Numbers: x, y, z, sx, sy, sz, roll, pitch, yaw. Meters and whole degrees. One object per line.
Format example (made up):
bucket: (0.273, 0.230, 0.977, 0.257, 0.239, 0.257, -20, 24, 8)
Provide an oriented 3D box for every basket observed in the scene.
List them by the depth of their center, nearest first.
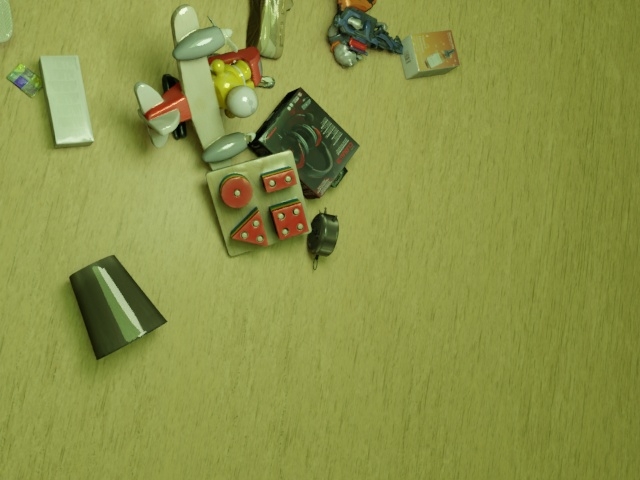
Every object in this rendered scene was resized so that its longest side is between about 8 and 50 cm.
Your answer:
basket: (-0.547, 0.165, 1.662, 0.204, 0.154, 0.226, -28, 92, -24)

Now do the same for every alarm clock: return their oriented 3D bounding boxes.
alarm clock: (0.000, 0.000, 1.921, 0.064, 0.129, 0.192, 8, 103, -21)

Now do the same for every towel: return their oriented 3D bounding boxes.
towel: (-0.788, -0.429, 1.690, 0.083, 0.009, 0.060, 41, 72, -14)

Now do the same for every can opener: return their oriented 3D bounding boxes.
can opener: (-0.422, -0.384, 1.817, 0.073, 0.059, 0.186, -18, 103, -50)

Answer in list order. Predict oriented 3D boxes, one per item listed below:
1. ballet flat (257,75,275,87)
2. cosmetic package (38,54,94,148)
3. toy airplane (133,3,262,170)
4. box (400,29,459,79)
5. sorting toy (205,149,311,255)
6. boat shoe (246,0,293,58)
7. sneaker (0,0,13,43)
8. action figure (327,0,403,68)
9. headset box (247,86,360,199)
ballet flat: (-0.191, -0.491, 1.930, 0.114, 0.041, 0.041, 0, 85, -22)
cosmetic package: (-0.685, -0.373, 1.697, 0.099, 0.060, 0.238, -10, 89, -28)
toy airplane: (-0.300, -0.387, 1.700, 0.386, 0.273, 0.384, 12, 99, -64)
box: (0.368, -0.634, 2.150, 0.171, 0.091, 0.130, -15, 91, -23)
sorting toy: (-0.169, -0.099, 1.803, 0.256, 0.089, 0.257, -17, 110, -8)
boat shoe: (-0.147, -0.732, 1.929, 0.110, 0.122, 0.340, 5, 98, -33)
sneaker: (-0.877, -0.676, 1.597, 0.148, 0.131, 0.349, 2, 91, 17)
action figure: (0.127, -0.714, 2.054, 0.341, 0.179, 0.330, 16, 85, -48)
headset box: (-0.039, -0.280, 1.917, 0.293, 0.110, 0.218, 42, 75, -21)
